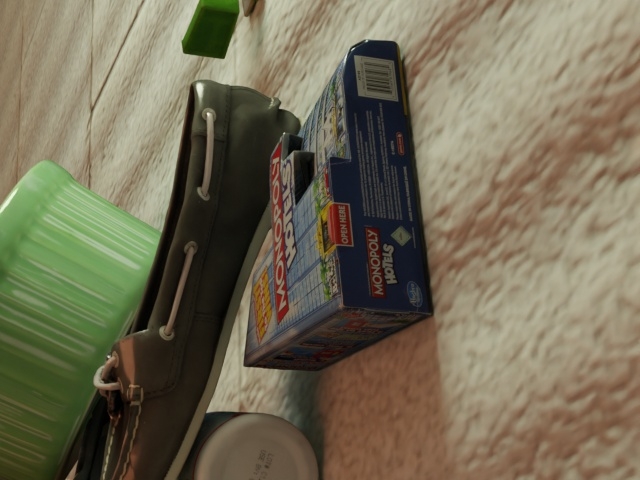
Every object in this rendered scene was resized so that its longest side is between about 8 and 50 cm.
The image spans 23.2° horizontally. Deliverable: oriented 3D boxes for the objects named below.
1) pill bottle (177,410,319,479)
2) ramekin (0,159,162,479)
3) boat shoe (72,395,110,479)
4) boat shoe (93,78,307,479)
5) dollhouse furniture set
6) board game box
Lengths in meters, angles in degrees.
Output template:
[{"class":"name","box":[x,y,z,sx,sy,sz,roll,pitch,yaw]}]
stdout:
[{"class":"pill bottle","box":[-0.065,0.166,1.115,0.160,0.087,0.087,166,109,-70]},{"class":"ramekin","box":[-0.258,0.091,1.464,0.303,0.148,0.303,-154,90,-89]},{"class":"boat shoe","box":[-0.153,0.249,1.293,0.340,0.127,0.113,-95,7,-54]},{"class":"boat shoe","box":[-0.106,0.041,1.099,0.335,0.095,0.112,-69,13,-19]},{"class":"dollhouse furniture set","box":[-0.094,-0.231,1.330,0.058,0.076,0.152,119,150,-48]},{"class":"board game box","box":[0.000,0.000,1.012,0.194,0.060,0.194,125,145,-55]}]
